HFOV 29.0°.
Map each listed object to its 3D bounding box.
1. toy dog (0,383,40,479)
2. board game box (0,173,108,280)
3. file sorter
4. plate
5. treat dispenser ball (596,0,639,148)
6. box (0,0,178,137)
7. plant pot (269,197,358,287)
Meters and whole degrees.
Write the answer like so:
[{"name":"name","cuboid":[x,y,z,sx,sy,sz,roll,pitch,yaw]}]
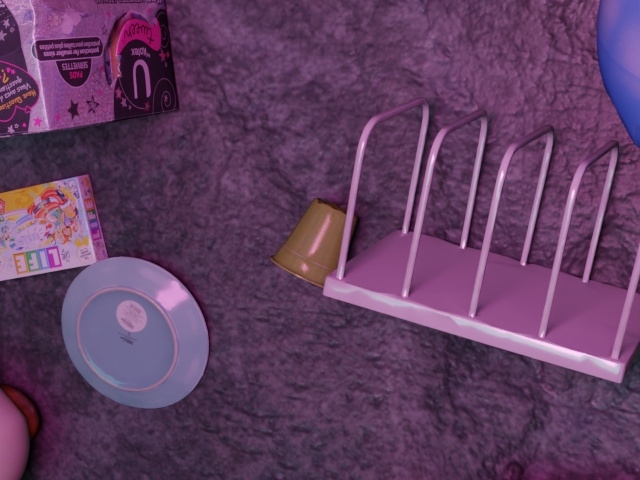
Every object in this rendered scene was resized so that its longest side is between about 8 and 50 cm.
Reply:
[{"name":"toy dog","cuboid":[-0.513,0.320,1.462,0.395,0.284,0.408,43,111,11]},{"name":"board game box","cuboid":[-0.331,-0.014,1.458,0.154,0.026,0.103,-10,96,25]},{"name":"file sorter","cuboid":[0.176,-0.016,1.139,0.278,0.193,0.173,15,109,20]},{"name":"plate","cuboid":[-0.218,0.111,1.419,0.188,0.024,0.188,6,109,18]},{"name":"treat dispenser ball","cuboid":[0.366,-0.169,0.982,0.288,0.288,0.288,4,101,23]},{"name":"box","cuboid":[-0.280,-0.183,1.283,0.163,0.247,0.142,-3,100,24]},{"name":"plant pot","cuboid":[0.000,0.000,1.294,0.083,0.083,0.079,26,97,17]}]
